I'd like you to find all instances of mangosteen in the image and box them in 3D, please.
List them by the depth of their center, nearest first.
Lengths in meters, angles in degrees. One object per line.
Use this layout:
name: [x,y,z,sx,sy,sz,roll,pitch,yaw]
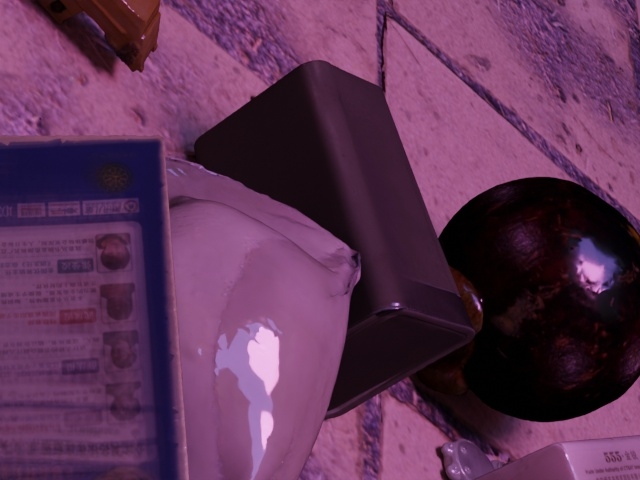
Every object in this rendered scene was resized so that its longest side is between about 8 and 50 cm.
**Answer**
mangosteen: [0.172,0.059,1.761,0.265,0.228,0.228,-12,69,-21]

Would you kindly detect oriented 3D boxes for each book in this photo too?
book: [-0.201,0.064,1.248,0.228,0.018,0.322,0,55,-9]

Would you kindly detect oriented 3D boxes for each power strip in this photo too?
power strip: [0.142,0.200,1.741,0.083,0.035,0.055,23,45,-41]

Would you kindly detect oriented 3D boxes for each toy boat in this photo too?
toy boat: [-0.199,-0.217,1.572,0.200,0.077,0.057,48,45,-23]

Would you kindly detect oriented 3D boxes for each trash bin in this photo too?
trash bin: [0.000,0.000,1.594,0.122,0.164,0.240,19,45,-48]

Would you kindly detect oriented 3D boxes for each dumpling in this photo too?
dumpling: [-0.116,0.075,1.366,0.260,0.181,0.341,30,70,-6]

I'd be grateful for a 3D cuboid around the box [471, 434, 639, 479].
box: [0.214,0.224,1.694,0.259,0.168,0.071,2,63,-56]
